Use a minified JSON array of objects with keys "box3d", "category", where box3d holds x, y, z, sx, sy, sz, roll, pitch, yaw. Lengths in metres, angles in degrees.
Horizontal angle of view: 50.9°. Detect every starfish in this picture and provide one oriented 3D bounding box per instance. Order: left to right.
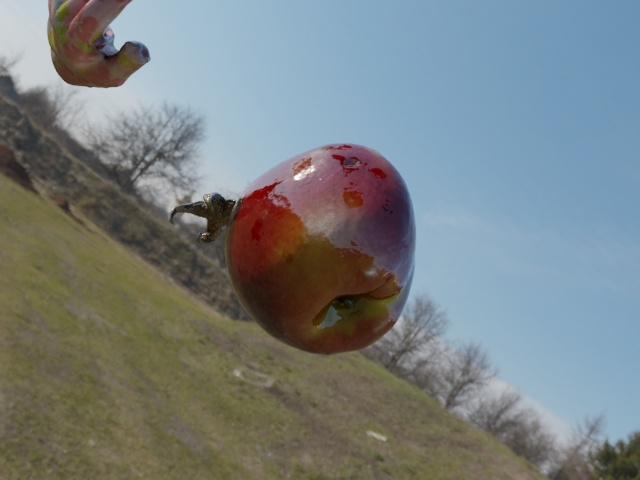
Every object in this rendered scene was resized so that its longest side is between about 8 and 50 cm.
[{"box3d":[-0.200,-0.050,1.354,0.190,0.074,0.146,-8,-39,25],"category":"starfish"}]

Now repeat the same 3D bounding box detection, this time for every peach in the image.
[{"box3d":[0.000,0.000,0.740,0.200,0.243,0.243,11,5,-29],"category":"peach"}]

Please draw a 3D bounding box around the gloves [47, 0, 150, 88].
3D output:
[{"box3d":[-0.282,-0.280,0.858,0.126,0.145,0.241,10,-18,-24],"category":"gloves"}]
